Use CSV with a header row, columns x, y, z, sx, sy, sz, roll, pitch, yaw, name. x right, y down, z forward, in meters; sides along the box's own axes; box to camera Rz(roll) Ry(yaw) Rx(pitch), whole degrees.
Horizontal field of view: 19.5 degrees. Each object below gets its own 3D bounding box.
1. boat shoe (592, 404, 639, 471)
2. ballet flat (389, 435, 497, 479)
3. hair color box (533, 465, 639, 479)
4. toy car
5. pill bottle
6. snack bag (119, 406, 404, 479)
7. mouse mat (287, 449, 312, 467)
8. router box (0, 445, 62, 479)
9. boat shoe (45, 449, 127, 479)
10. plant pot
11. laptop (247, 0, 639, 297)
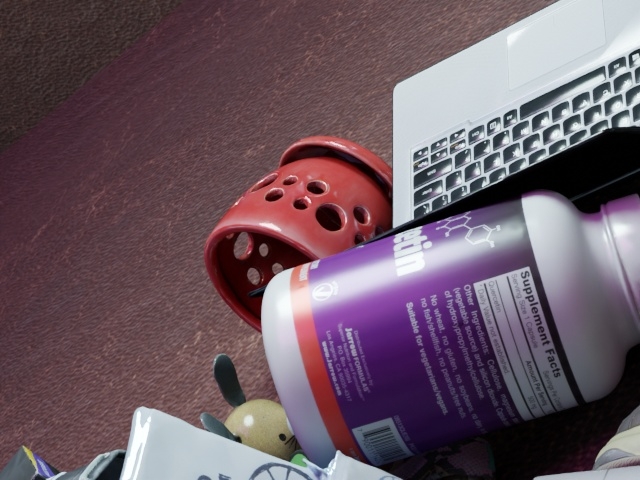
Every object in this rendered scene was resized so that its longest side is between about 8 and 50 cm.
x,y,z,sx,sy,sz,roll,pitch,yaw,name
0.328,0.106,1.242,0.355,0.132,0.130,-20,35,48,boat shoe
0.060,0.247,1.592,0.221,0.077,0.079,-39,26,11,ballet flat
0.259,0.240,1.165,0.374,0.113,0.185,-16,39,52,hair color box
-0.032,0.185,1.706,0.149,0.188,0.155,-37,24,27,toy car
0.125,0.068,1.539,0.323,0.181,0.181,-18,28,10,pill bottle
-0.009,0.271,1.345,0.323,0.342,0.037,-77,12,-51,snack bag
0.000,0.284,1.575,0.190,0.007,0.152,37,106,46,mouse mat
-0.254,0.372,1.611,0.309,0.243,0.081,-51,22,-3,router box
-0.173,0.244,1.386,0.102,0.108,0.301,-34,13,10,boat shoe
0.000,0.000,1.980,0.191,0.191,0.174,-19,26,51,plant pot
0.157,-0.124,1.739,0.382,0.236,0.408,-25,46,31,laptop
